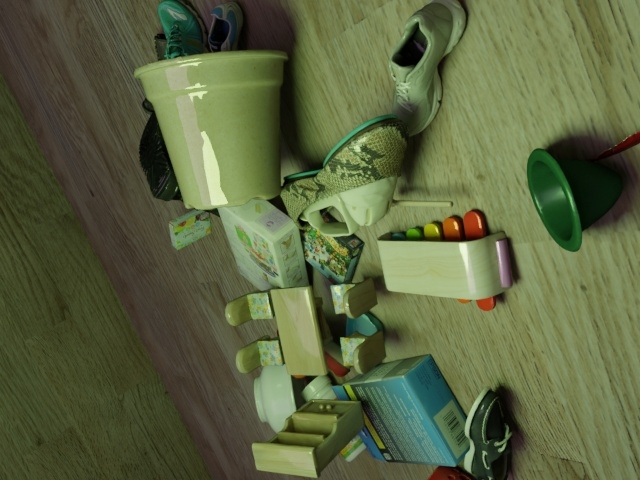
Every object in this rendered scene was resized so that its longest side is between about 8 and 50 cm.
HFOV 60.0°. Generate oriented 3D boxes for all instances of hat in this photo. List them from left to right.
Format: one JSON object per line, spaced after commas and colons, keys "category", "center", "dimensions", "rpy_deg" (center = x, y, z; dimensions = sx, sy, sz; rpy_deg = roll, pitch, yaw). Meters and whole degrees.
{"category": "hat", "center": [0.444, -0.092, 0.851], "dimensions": [0.208, 0.183, 0.173], "rpy_deg": [-51, -59, -83]}

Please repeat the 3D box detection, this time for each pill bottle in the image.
{"category": "pill bottle", "center": [0.054, 0.527, 1.677], "dimensions": [0.246, 0.136, 0.136], "rpy_deg": [47, 143, 16]}

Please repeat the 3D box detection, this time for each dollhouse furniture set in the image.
{"category": "dollhouse furniture set", "center": [-0.052, 0.313, 1.332], "dimensions": [0.361, 0.256, 0.395], "rpy_deg": [-8, 96, 32]}

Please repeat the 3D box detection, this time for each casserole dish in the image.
{"category": "casserole dish", "center": [0.121, 0.258, 1.488], "dimensions": [0.114, 0.037, 0.189], "rpy_deg": [30, 137, 34]}

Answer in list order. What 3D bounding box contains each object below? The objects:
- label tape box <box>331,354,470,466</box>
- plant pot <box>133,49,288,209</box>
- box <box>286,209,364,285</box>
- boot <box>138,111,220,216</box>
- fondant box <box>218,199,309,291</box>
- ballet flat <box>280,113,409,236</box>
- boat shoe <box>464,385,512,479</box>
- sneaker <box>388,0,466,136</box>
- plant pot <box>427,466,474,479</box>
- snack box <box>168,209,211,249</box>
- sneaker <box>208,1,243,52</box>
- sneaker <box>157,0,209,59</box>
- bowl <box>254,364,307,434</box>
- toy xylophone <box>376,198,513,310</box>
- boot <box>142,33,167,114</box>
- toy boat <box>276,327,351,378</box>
{"category": "label tape box", "center": [0.207, 0.451, 1.461], "dimensions": [0.249, 0.115, 0.347], "rpy_deg": [60, 147, 0]}
{"category": "plant pot", "center": [-0.214, -0.236, 1.234], "dimensions": [0.333, 0.333, 0.306], "rpy_deg": [5, 108, 49]}
{"category": "box", "center": [0.000, 0.000, 1.438], "dimensions": [0.233, 0.044, 0.159], "rpy_deg": [41, 142, 24]}
{"category": "boot", "center": [-0.373, -0.208, 1.608], "dimensions": [0.131, 0.260, 0.348], "rpy_deg": [-46, 50, 30]}
{"category": "fondant box", "center": [-0.152, 0.028, 1.538], "dimensions": [0.238, 0.096, 0.330], "rpy_deg": [36, 153, 31]}
{"category": "ballet flat", "center": [0.054, -0.104, 1.163], "dimensions": [0.482, 0.163, 0.182], "rpy_deg": [-18, 88, 64]}
{"category": "boat shoe", "center": [0.388, 0.445, 1.244], "dimensions": [0.091, 0.114, 0.303], "rpy_deg": [27, 146, 38]}
{"category": "sneaker", "center": [0.156, -0.290, 0.972], "dimensions": [0.099, 0.121, 0.263], "rpy_deg": [38, 141, 26]}
{"category": "plant pot", "center": [0.351, 0.687, 1.394], "dimensions": [0.174, 0.191, 0.191], "rpy_deg": [15, 126, 37]}
{"category": "snack box", "center": [-0.434, -0.043, 1.852], "dimensions": [0.037, 0.141, 0.100], "rpy_deg": [32, 137, 32]}
{"category": "sneaker", "center": [-0.239, -0.463, 1.360], "dimensions": [0.085, 0.086, 0.237], "rpy_deg": [38, 141, 25]}
{"category": "sneaker", "center": [-0.347, -0.494, 1.416], "dimensions": [0.107, 0.110, 0.275], "rpy_deg": [-24, 87, 27]}
{"category": "bowl", "center": [-0.126, 0.484, 1.732], "dimensions": [0.298, 0.134, 0.298], "rpy_deg": [-11, -90, -88]}
{"category": "toy xylophone", "center": [0.231, 0.018, 1.136], "dimensions": [0.322, 0.081, 0.236], "rpy_deg": [13, 116, 47]}
{"category": "boot", "center": [-0.445, -0.481, 1.613], "dimensions": [0.262, 0.091, 0.229], "rpy_deg": [17, 122, 38]}
{"category": "toy boat", "center": [-0.031, 0.320, 1.560], "dimensions": [0.231, 0.151, 0.151], "rpy_deg": [39, 178, -3]}
